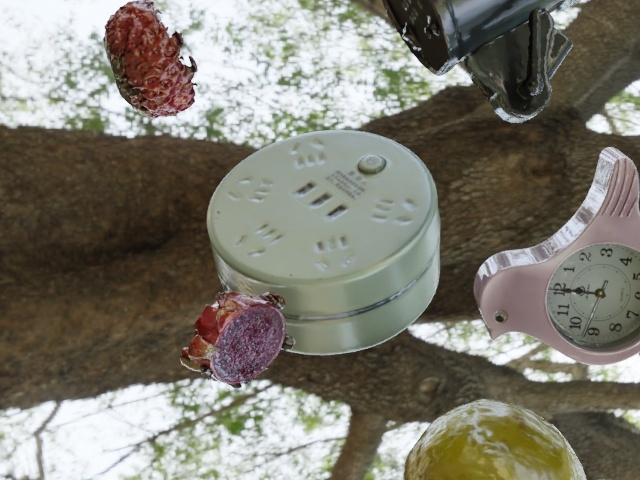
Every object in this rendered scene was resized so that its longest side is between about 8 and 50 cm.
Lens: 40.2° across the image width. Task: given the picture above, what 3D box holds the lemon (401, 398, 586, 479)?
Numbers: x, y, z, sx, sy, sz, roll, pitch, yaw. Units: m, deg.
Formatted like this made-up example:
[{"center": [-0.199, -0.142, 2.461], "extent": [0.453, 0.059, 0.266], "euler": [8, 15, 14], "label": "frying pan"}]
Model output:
[{"center": [0.238, 0.354, 1.211], "extent": [0.285, 0.285, 0.316], "euler": [-53, -158, 36], "label": "lemon"}]

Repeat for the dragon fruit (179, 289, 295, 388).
[{"center": [-0.096, 0.099, 0.951], "extent": [0.068, 0.126, 0.112], "euler": [31, -42, 38], "label": "dragon fruit"}]

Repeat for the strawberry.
[{"center": [-0.198, -0.205, 1.005], "extent": [0.145, 0.086, 0.145], "euler": [162, -90, -76], "label": "strawberry"}]

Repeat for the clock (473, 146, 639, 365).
[{"center": [0.358, 0.021, 1.176], "extent": [0.275, 0.080, 0.290], "euler": [8, -76, 2], "label": "clock"}]

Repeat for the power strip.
[{"center": [0.000, 0.000, 1.287], "extent": [0.357, 0.357, 0.161], "euler": [37, -29, 37], "label": "power strip"}]

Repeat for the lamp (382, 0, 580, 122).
[{"center": [0.193, -0.353, 1.088], "extent": [0.374, 0.205, 0.272], "euler": [42, -94, -1], "label": "lamp"}]
